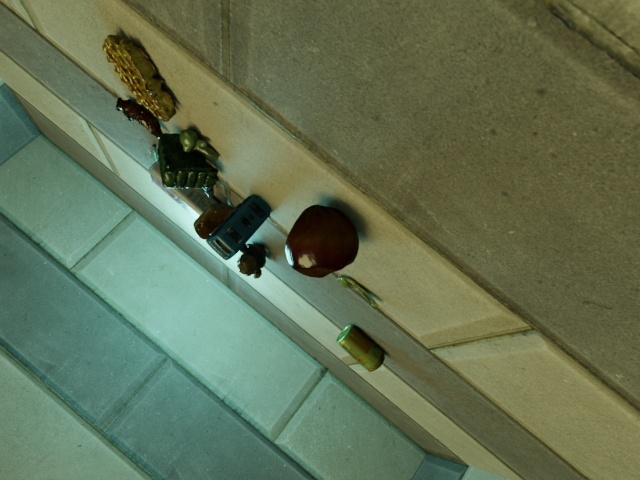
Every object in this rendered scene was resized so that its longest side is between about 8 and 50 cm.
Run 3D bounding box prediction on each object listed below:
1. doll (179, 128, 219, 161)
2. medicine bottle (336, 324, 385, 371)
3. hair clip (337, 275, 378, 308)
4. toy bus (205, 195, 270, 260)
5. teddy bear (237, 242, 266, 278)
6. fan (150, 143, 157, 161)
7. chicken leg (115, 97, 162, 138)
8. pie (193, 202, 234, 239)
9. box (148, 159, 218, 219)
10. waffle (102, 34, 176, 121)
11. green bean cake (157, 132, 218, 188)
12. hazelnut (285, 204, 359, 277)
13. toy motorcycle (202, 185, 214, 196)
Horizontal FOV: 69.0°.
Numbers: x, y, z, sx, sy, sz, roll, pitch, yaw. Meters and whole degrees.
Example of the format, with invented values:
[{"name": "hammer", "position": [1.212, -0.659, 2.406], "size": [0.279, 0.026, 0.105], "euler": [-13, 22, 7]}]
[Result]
[{"name": "doll", "position": [-0.423, -0.323, 1.612], "size": [0.150, 0.077, 0.115], "euler": [37, 173, -24]}, {"name": "medicine bottle", "position": [0.195, 0.511, 2.195], "size": [0.239, 0.124, 0.124], "euler": [42, 160, -7]}, {"name": "hair clip", "position": [0.141, 0.185, 1.723], "size": [0.188, 0.033, 0.060], "euler": [36, 157, 20]}, {"name": "toy bus", "position": [-0.289, -0.053, 1.690], "size": [0.113, 0.246, 0.134], "euler": [46, 148, -14]}, {"name": "teddy bear", "position": [-0.312, 0.075, 2.152], "size": [0.182, 0.129, 0.251], "euler": [45, -162, -8]}, {"name": "fan", "position": [-0.750, -0.397, 2.104], "size": [0.038, 0.016, 0.193], "euler": [41, 161, -10]}, {"name": "chicken leg", "position": [-0.682, -0.467, 1.766], "size": [0.234, 0.063, 0.105], "euler": [34, 164, 15]}, {"name": "pie", "position": [-0.444, -0.075, 2.000], "size": [0.046, 0.195, 0.195], "euler": [54, 172, 39]}, {"name": "box", "position": [-0.599, -0.210, 2.103], "size": [0.370, 0.112, 0.190], "euler": [43, 160, -2]}, {"name": "waffle", "position": [-0.565, -0.509, 1.478], "size": [0.283, 0.065, 0.309], "euler": [44, 163, -4]}, {"name": "green bean cake", "position": [-0.487, -0.296, 1.698], "size": [0.107, 0.194, 0.208], "euler": [118, 139, -53]}, {"name": "hazelnut", "position": [0.000, 0.000, 1.366], "size": [0.217, 0.217, 0.251], "euler": [40, -176, 1]}, {"name": "toy motorcycle", "position": [-0.458, -0.244, 1.841], "size": [0.124, 0.061, 0.193], "euler": [39, 153, 23]}]
